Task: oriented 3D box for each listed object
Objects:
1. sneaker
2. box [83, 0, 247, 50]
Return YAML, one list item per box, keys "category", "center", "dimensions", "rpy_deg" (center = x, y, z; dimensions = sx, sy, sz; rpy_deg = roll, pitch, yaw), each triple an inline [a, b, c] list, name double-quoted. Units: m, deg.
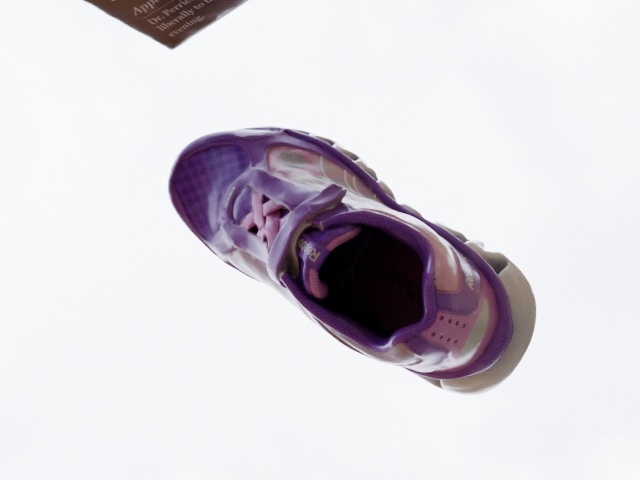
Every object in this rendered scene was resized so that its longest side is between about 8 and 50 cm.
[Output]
- category: "sneaker"
  center: [0.000, 0.000, 0.633]
  dimensions: [0.236, 0.104, 0.095]
  rpy_deg: [30, -80, 28]
- category: "box"
  center: [-0.096, -0.240, 0.619]
  dimensions: [0.168, 0.167, 0.203]
  rpy_deg: [-26, -29, 27]
